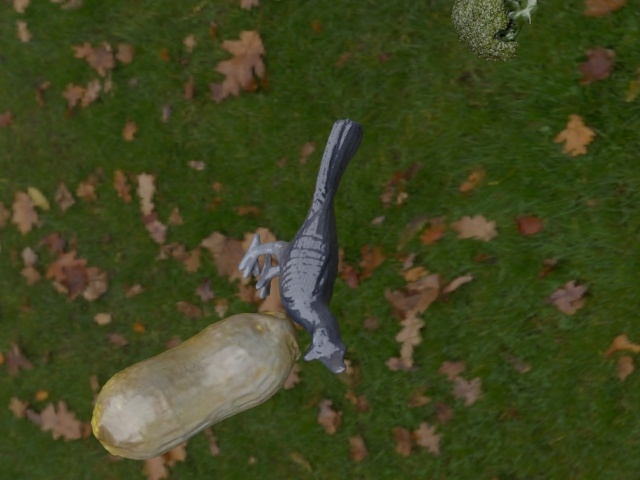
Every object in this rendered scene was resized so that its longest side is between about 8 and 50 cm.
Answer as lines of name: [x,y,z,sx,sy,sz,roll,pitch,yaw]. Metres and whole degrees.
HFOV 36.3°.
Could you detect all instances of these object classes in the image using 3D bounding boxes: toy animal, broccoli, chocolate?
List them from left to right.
chocolate: [-0.162,0.194,1.322,0.134,0.309,0.134,44,150,34]
toy animal: [-0.026,0.024,1.376,0.205,0.081,0.367,-18,59,41]
broccoli: [0.245,-0.318,1.383,0.120,0.131,0.130,-15,108,5]
